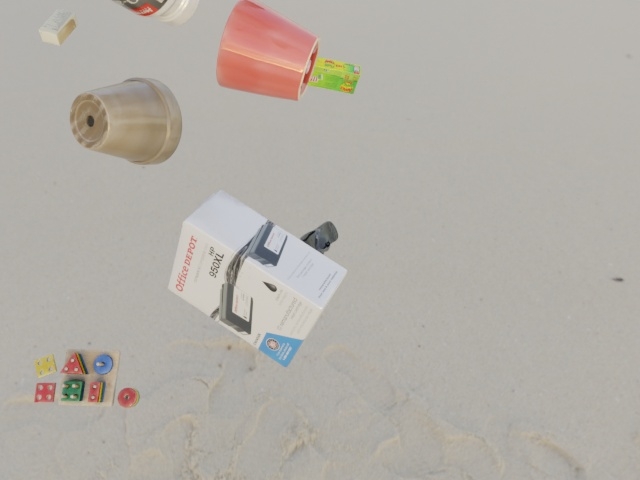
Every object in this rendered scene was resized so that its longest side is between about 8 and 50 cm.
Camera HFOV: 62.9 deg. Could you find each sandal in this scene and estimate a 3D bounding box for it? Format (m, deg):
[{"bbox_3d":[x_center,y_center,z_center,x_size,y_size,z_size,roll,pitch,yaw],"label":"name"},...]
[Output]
[{"bbox_3d":[0.000,-0.001,1.656,0.054,0.097,0.254,-24,16,32],"label":"sandal"}]

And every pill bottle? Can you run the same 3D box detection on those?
[{"bbox_3d":[-0.517,-0.750,1.445,0.210,0.210,0.363,35,13,27],"label":"pill bottle"}]

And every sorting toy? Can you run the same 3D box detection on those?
[{"bbox_3d":[-0.569,0.326,1.252,0.274,0.046,0.132,1,73,4],"label":"sorting toy"}]

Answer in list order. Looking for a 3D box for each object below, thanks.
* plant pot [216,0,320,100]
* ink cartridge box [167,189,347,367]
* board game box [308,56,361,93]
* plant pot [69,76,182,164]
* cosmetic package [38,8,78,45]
[{"bbox_3d":[-0.143,-0.546,1.546,0.243,0.275,0.275,20,44,1],"label":"plant pot"},{"bbox_3d":[-0.174,0.102,1.355,0.395,0.285,0.166,32,42,5],"label":"ink cartridge box"},{"bbox_3d":[0.033,-0.539,1.704,0.181,0.092,0.043,8,62,-10],"label":"board game box"},{"bbox_3d":[-0.704,-0.420,1.853,0.323,0.323,0.280,25,21,19],"label":"plant pot"},{"bbox_3d":[-0.783,-0.639,1.566,0.060,0.041,0.115,16,56,1],"label":"cosmetic package"}]
